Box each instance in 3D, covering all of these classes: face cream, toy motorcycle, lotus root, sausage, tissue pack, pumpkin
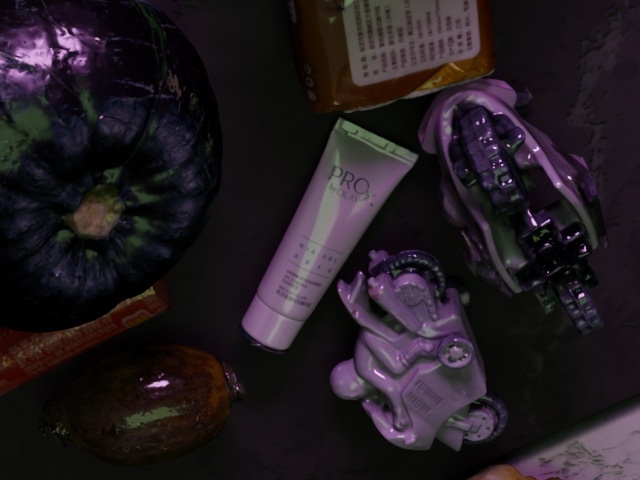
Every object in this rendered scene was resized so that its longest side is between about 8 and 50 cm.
[{"bbox_3d":[0.000,0.000,1.364,0.092,0.058,0.243,23,108,-21],"label":"face cream"},{"bbox_3d":[0.190,-0.041,1.329,0.143,0.188,0.327,-31,138,8],"label":"toy motorcycle"},{"bbox_3d":[0.089,0.129,1.440,0.171,0.110,0.260,-19,120,13],"label":"toy motorcycle"},{"bbox_3d":[-0.181,0.167,1.388,0.209,0.120,0.120,-12,124,-7],"label":"lotus root"},{"bbox_3d":[-0.276,0.094,1.339,0.274,0.074,0.074,-27,124,4],"label":"sausage"},{"bbox_3d":[0.056,-0.236,1.203,0.183,0.092,0.226,-13,125,-6],"label":"tissue pack"},{"bbox_3d":[-0.237,-0.084,1.147,0.315,0.238,0.315,-19,138,-18],"label":"pumpkin"}]

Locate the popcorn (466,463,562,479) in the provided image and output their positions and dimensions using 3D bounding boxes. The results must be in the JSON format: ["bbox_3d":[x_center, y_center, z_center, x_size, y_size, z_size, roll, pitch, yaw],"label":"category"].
[{"bbox_3d":[0.249,0.393,1.609,0.225,0.174,0.286,-5,113,-29],"label":"popcorn"}]
